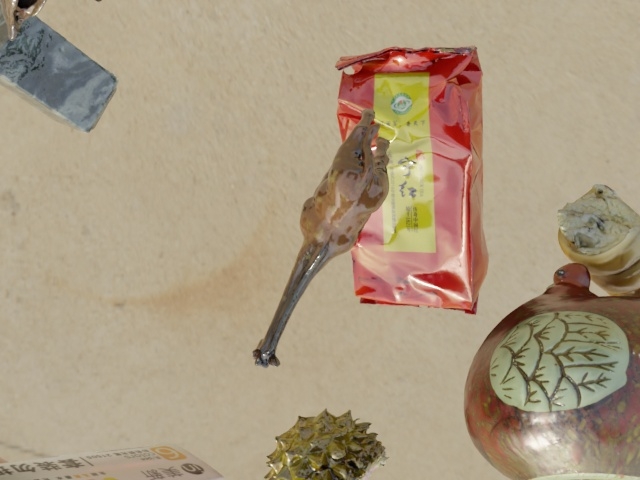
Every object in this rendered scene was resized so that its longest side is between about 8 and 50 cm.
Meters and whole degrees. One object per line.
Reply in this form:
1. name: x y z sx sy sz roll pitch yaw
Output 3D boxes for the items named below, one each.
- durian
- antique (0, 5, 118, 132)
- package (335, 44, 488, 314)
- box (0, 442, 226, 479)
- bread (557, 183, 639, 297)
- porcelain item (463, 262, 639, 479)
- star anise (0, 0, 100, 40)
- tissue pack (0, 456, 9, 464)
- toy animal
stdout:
1. durian: -0.013 0.317 1.302 0.140 0.078 0.224 30 97 -10
2. antique: -0.349 -0.215 1.319 0.183 0.086 0.088 38 79 -49
3. package: 0.131 -0.086 1.434 0.196 0.123 0.423 2 124 16
4. box: -0.207 0.317 0.868 0.221 0.091 0.273 7 98 -46
5. bread: 0.321 0.020 1.078 0.177 0.119 0.084 37 101 -26
6. porcelain item: 0.257 0.120 0.966 0.253 0.253 0.253 -5 121 -9
7. star anise: -0.229 -0.274 0.880 0.172 0.063 0.208 -34 152 -8
8. tissue pack: -0.419 0.283 1.144 0.257 0.123 0.215 21 155 14
9. toy animal: 0.000 0.000 1.060 0.066 0.229 0.224 26 140 -10
